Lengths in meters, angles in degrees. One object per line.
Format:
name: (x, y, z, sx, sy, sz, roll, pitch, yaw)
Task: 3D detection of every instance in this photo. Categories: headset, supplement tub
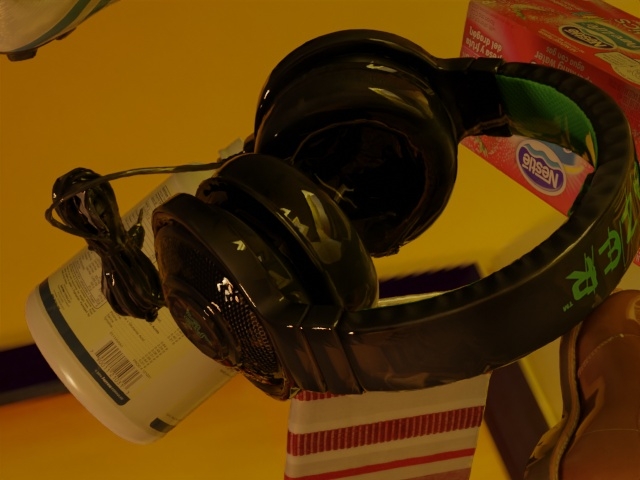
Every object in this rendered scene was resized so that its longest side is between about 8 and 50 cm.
headset: (0.000, 0.000, 0.808, 0.394, 0.243, 0.185, 5, -48, 32)
supplement tub: (-0.156, 0.057, 1.582, 0.325, 0.235, 0.235, -40, -36, 1)

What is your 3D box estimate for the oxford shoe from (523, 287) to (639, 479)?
oxford shoe: (0.160, 0.080, 0.659, 0.076, 0.212, 0.076, -30, -75, 28)

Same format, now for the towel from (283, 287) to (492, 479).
towel: (0.075, 0.190, 1.518, 0.237, 0.037, 0.329, -7, -52, -18)

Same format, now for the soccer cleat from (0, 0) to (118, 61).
soccer cleat: (-0.167, -0.275, 1.148, 0.331, 0.116, 0.143, -40, -14, -25)

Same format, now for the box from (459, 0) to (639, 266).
box: (0.223, -0.091, 1.019, 0.128, 0.257, 0.122, -7, -60, -29)
